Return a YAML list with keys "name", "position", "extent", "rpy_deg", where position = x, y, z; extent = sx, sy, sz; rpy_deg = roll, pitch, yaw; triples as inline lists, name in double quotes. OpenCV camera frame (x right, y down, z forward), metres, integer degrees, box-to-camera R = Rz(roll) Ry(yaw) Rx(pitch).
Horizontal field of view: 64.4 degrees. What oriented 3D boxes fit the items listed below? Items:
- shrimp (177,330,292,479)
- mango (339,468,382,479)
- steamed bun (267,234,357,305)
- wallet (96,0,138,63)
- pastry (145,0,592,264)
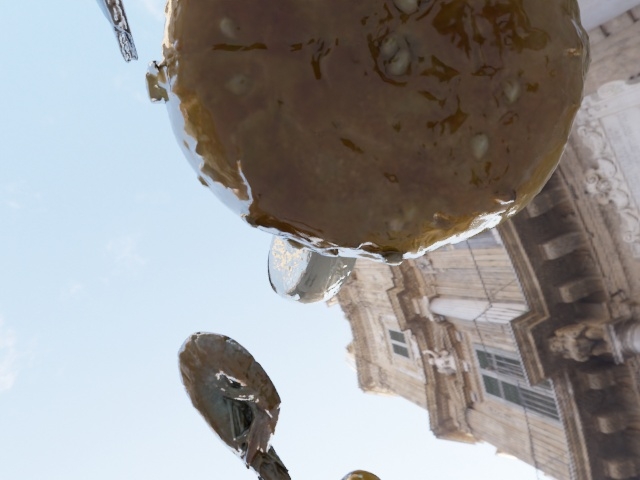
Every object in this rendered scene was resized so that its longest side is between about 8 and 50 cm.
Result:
- name: "shrimp"
  position: [-0.116, 0.279, 0.815]
  extent: [0.317, 0.168, 0.077]
  rpy_deg: [55, -145, -6]
- name: "mango"
  position: [0.020, 0.352, 0.583]
  extent: [0.178, 0.090, 0.115]
  rpy_deg: [-53, -41, -18]
- name: "steamed bun"
  position: [0.000, 0.000, 0.875]
  extent: [0.130, 0.177, 0.228]
  rpy_deg: [12, -88, -32]
- name: "wallet"
  position: [-0.340, -0.421, 0.772]
  extent: [0.042, 0.309, 0.165]
  rpy_deg: [-17, -104, -11]
- name: "pastry"
  position: [0.033, -0.130, 0.418]
  extent: [0.315, 0.184, 0.284]
  rpy_deg: [13, -77, -2]
